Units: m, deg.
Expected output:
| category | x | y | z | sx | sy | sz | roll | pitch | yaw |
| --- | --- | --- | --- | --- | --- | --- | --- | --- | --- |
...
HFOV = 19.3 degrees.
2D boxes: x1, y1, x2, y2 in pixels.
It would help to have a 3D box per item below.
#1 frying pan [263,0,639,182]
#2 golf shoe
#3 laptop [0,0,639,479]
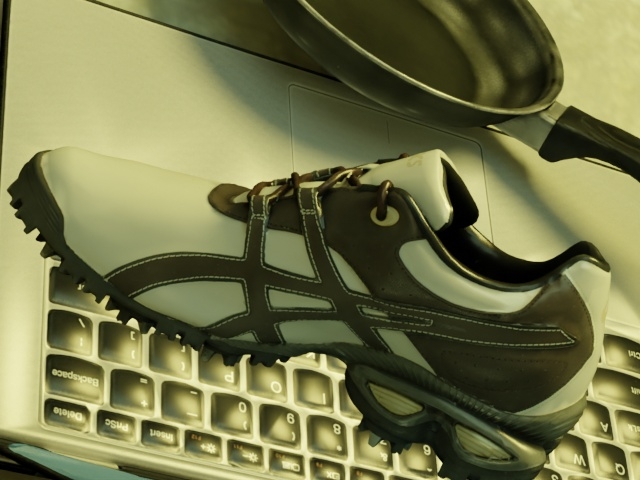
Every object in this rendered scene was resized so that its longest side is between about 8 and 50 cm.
| category | x | y | z | sx | sy | sz | roll | pitch | yaw |
| --- | --- | --- | --- | --- | --- | --- | --- | --- | --- |
| frying pan | 0.095 | -0.098 | 1.002 | 0.326 | 0.053 | 0.197 | 27 | 32 | -16 |
| golf shoe | 0.000 | 0.000 | 0.607 | 0.198 | 0.094 | 0.077 | 24 | 21 | 1 |
| laptop | 0.078 | 0.030 | 0.783 | 0.382 | 0.236 | 0.408 | 16 | 50 | -25 |
